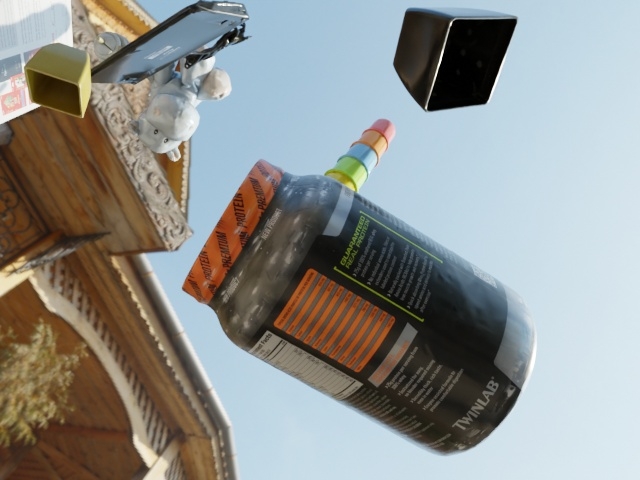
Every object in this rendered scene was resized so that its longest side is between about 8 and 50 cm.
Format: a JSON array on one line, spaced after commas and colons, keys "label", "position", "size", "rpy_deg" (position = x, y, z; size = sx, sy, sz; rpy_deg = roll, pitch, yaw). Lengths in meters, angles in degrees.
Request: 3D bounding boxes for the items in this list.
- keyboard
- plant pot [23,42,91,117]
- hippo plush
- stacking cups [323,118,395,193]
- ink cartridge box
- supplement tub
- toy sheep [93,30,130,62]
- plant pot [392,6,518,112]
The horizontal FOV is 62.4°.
[{"label": "keyboard", "position": [-0.247, -0.331, 0.902], "size": [0.317, 0.201, 0.033], "rpy_deg": [-11, -84, 36]}, {"label": "plant pot", "position": [-0.401, -0.259, 0.828], "size": [0.081, 0.083, 0.081], "rpy_deg": [16, -30, -12]}, {"label": "hippo plush", "position": [-0.391, -0.347, 1.302], "size": [0.294, 0.237, 0.234], "rpy_deg": [-18, -48, 42]}, {"label": "stacking cups", "position": [0.093, -0.177, 1.246], "size": [0.096, 0.316, 0.096], "rpy_deg": [23, -41, 21]}, {"label": "ink cartridge box", "position": [-0.591, -0.383, 0.943], "size": [0.130, 0.272, 0.309], "rpy_deg": [28, -48, 7]}, {"label": "supplement tub", "position": [0.038, 0.067, 0.577], "size": [0.338, 0.207, 0.207], "rpy_deg": [32, -53, -7]}, {"label": "toy sheep", "position": [-0.477, -0.437, 1.222], "size": [0.091, 0.132, 0.091], "rpy_deg": [-1, -98, 4]}, {"label": "plant pot", "position": [0.261, -0.397, 1.105], "size": [0.167, 0.188, 0.187], "rpy_deg": [50, -38, 39]}]
